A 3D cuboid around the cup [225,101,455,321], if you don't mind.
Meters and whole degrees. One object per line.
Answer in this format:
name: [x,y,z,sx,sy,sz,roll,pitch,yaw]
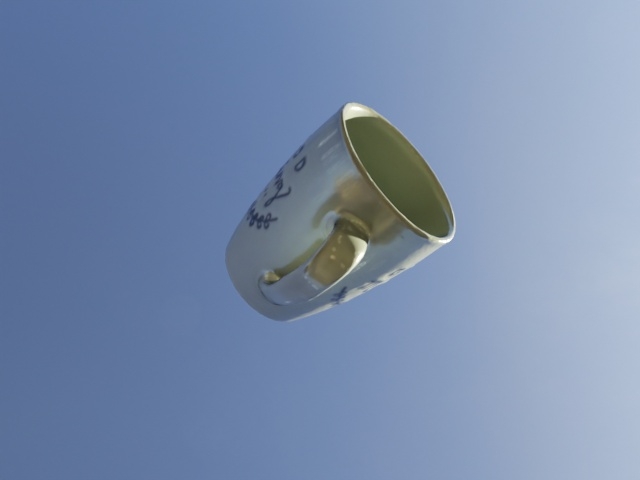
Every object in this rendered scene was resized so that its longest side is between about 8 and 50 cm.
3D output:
cup: [0.000,0.000,0.677,0.186,0.234,0.258,47,-153,-9]
